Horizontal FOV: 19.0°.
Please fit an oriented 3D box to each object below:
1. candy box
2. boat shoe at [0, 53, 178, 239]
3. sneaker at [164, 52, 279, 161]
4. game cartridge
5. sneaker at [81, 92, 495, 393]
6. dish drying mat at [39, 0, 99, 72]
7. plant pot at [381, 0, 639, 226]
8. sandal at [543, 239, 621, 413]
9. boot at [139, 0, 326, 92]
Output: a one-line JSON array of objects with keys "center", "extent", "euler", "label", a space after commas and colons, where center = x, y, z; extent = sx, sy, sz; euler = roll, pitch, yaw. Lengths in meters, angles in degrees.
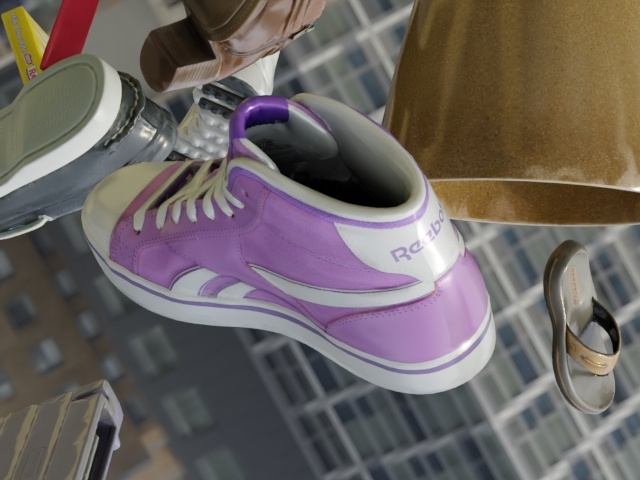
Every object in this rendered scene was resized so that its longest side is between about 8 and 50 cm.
[{"center": [-0.239, -0.133, 1.783], "extent": [0.027, 0.105, 0.206], "euler": [-25, 161, 4], "label": "candy box"}, {"center": [-0.242, -0.048, 1.480], "extent": [0.302, 0.091, 0.114], "euler": [-16, -124, 38], "label": "boat shoe"}, {"center": [-0.111, -0.148, 2.263], "extent": [0.292, 0.110, 0.118], "euler": [-54, -168, 56], "label": "sneaker"}, {"center": [-0.303, 0.244, 1.721], "extent": [0.230, 0.068, 0.355], "euler": [-25, -165, 7], "label": "game cartridge"}, {"center": [-0.038, -0.029, 1.029], "extent": [0.282, 0.161, 0.102], "euler": [14, -125, 37], "label": "sneaker"}, {"center": [-0.189, -0.162, 1.450], "extent": [0.008, 0.083, 0.032], "euler": [6, 163, 41], "label": "dish drying mat"}, {"center": [0.161, -0.150, 1.409], "extent": [0.237, 0.254, 0.237], "euler": [4, 174, 0], "label": "plant pot"}, {"center": [0.291, 0.098, 2.047], "extent": [0.060, 0.219, 0.090], "euler": [11, -144, 35], "label": "sandal"}, {"center": [-0.045, -0.192, 1.476], "extent": [0.152, 0.073, 0.197], "euler": [-24, 172, -36], "label": "boot"}]
